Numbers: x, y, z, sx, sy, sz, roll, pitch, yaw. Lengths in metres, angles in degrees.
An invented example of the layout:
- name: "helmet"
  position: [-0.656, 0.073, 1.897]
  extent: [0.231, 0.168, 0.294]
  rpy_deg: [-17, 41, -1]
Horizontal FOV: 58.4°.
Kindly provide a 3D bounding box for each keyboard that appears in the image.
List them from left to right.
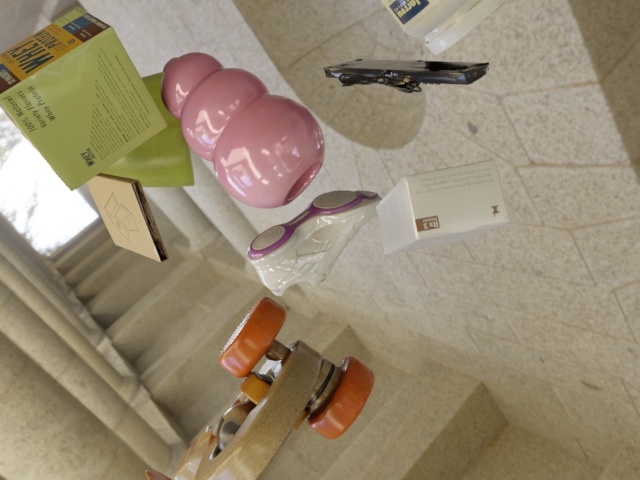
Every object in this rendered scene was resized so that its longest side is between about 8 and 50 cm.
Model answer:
- name: "keyboard"
  position: [0.139, -0.310, 1.075]
  extent: [0.317, 0.033, 0.201]
  rpy_deg: [15, -149, 39]

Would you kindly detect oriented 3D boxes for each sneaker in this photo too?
- name: "sneaker"
  position: [0.000, 0.000, 1.178]
  extent: [0.305, 0.152, 0.114]
  rpy_deg: [-30, -148, -12]

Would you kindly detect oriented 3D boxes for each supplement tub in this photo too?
- name: "supplement tub"
  position: [0.212, -0.572, 1.164]
  extent: [0.235, 0.325, 0.235]
  rpy_deg: [-40, -168, 10]

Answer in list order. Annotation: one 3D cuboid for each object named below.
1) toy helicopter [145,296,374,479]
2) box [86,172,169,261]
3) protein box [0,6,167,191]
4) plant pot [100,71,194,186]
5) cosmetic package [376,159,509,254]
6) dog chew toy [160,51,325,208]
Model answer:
- name: "toy helicopter"
  position: [-0.103, 0.232, 0.621]
  extent: [0.235, 0.140, 0.355]
  rpy_deg: [-58, -174, -37]
- name: "box"
  position: [-0.376, -0.048, 1.104]
  extent: [0.201, 0.164, 0.021]
  rpy_deg: [13, -143, 44]
- name: "protein box"
  position: [-0.407, -0.233, 0.949]
  extent: [0.201, 0.200, 0.136]
  rpy_deg: [-41, -130, -17]
- name: "plant pot"
  position: [-0.467, -0.234, 1.326]
  extent: [0.293, 0.274, 0.275]
  rpy_deg: [-13, -160, -14]
- name: "cosmetic package"
  position: [0.152, -0.037, 0.772]
  extent: [0.117, 0.085, 0.231]
  rpy_deg: [-10, 173, -5]
- name: "dog chew toy"
  position: [-0.152, -0.212, 1.031]
  extent: [0.206, 0.332, 0.206]
  rpy_deg: [-47, 173, -7]
